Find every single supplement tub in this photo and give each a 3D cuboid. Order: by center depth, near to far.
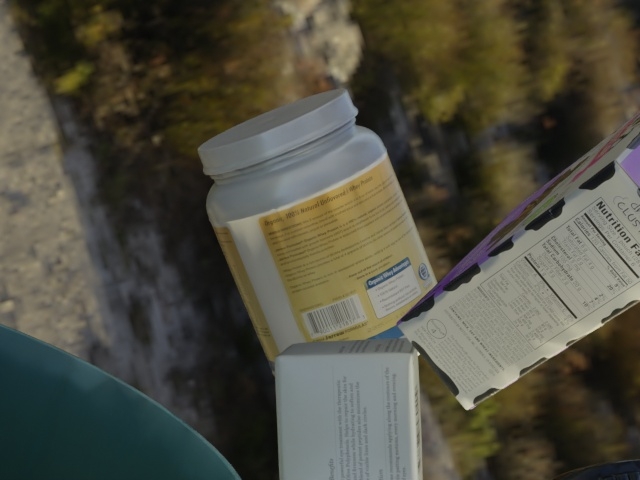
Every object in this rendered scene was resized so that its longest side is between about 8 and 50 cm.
[{"bbox_3d":[0.000,0.000,1.308,0.144,0.144,0.200,-41,112,-60],"label":"supplement tub"}]

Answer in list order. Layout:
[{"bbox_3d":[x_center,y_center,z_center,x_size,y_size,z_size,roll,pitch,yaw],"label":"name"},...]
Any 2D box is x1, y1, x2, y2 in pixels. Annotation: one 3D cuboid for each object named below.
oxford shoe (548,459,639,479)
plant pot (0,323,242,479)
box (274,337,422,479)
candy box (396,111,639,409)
[{"bbox_3d":[0.094,0.153,0.845,0.227,0.096,0.083,-11,97,-34],"label":"oxford shoe"},{"bbox_3d":[-0.212,0.184,0.844,0.293,0.293,0.235,7,110,-61],"label":"plant pot"},{"bbox_3d":[0.020,0.117,1.100,0.102,0.087,0.101,-23,110,-85],"label":"box"},{"bbox_3d":[0.159,-0.009,0.970,0.070,0.196,0.165,50,45,0],"label":"candy box"}]
